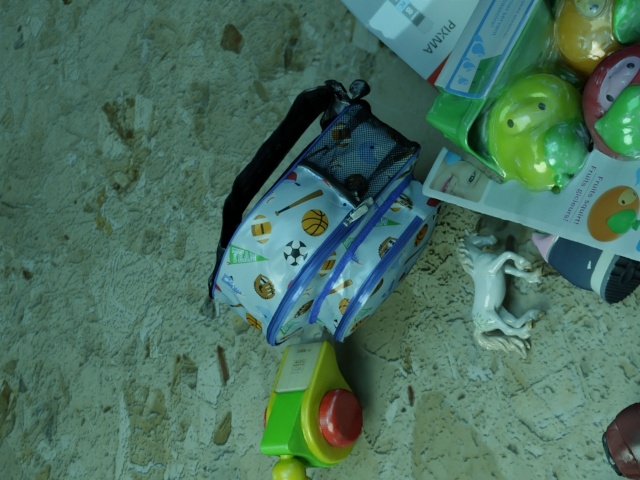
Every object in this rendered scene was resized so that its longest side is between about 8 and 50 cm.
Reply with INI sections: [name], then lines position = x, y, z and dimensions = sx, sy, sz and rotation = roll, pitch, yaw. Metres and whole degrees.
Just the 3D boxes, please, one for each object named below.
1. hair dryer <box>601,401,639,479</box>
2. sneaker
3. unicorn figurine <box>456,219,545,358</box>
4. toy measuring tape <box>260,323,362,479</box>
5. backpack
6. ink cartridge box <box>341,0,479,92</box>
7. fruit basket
[hair dryer]
position = 0.373, 0.251, 1.150
dimensions = 0.223, 0.080, 0.294
rotation = 29, 100, 25
[sneaker]
position = 0.333, -0.100, 1.255
dimensions = 0.131, 0.112, 0.319
rotation = 31, 94, 38
[unicorn figurine]
position = 0.201, 0.048, 1.345
dimensions = 0.111, 0.060, 0.162
rotation = 2, 76, 39
[toy measuring tape]
position = 0.009, 0.168, 1.456
dimensions = 0.121, 0.121, 0.330
rotation = -12, 46, 36
[backpack]
position = 0.000, 0.000, 1.365
dimensions = 0.213, 0.276, 0.263
rotation = 42, 68, 17
[ink cartridge box]
position = 0.196, -0.330, 1.406
dimensions = 0.308, 0.091, 0.385
rotation = -48, 51, 17
[fruit basket]
position = 0.273, -0.158, 1.158
dimensions = 0.327, 0.165, 0.353
rotation = -61, 30, -4
